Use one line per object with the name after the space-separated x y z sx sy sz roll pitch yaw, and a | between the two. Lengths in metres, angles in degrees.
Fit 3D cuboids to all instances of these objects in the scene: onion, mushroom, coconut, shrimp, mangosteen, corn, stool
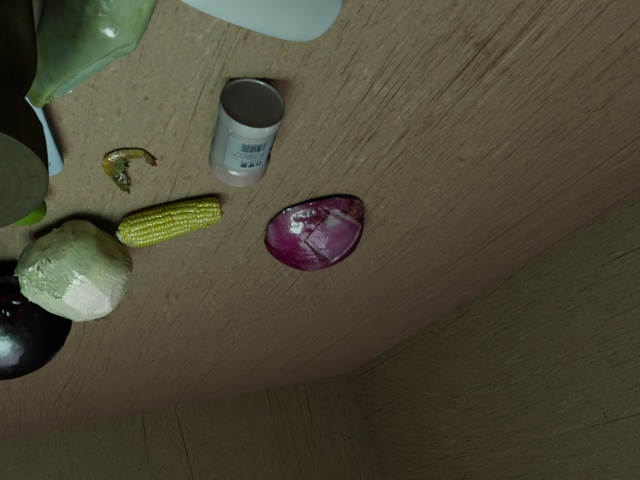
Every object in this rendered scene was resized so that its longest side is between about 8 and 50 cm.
0.000 0.000 1.276 0.250 0.111 0.247 -9 157 -14 | onion
-0.240 -0.247 0.578 0.333 0.107 0.087 -43 -169 44 | mushroom
-0.445 0.060 1.013 0.194 0.194 0.194 -15 156 -7 | coconut
-0.315 -0.115 0.908 0.083 0.023 0.114 -15 153 -12 | shrimp
-0.620 0.176 1.083 0.228 0.228 0.265 -6 150 -24 | mangosteen
-0.289 -0.037 1.042 0.206 0.067 0.067 -15 157 -9 | corn
-0.351 -0.159 0.484 0.179 0.264 0.179 -15 157 -6 | stool

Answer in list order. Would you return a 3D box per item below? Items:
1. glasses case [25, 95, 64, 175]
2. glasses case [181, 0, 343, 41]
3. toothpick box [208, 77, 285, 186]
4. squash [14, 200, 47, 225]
-0.407 -0.145 0.749 0.067 0.045 0.178 -11 155 -17 | glasses case
-0.068 -0.292 0.628 0.233 0.059 0.092 -2 148 -44 | glasses case
-0.118 -0.164 0.841 0.098 0.098 0.149 -7 154 -22 | toothpick box
-0.502 -0.076 0.810 0.066 0.066 0.201 -25 153 16 | squash
